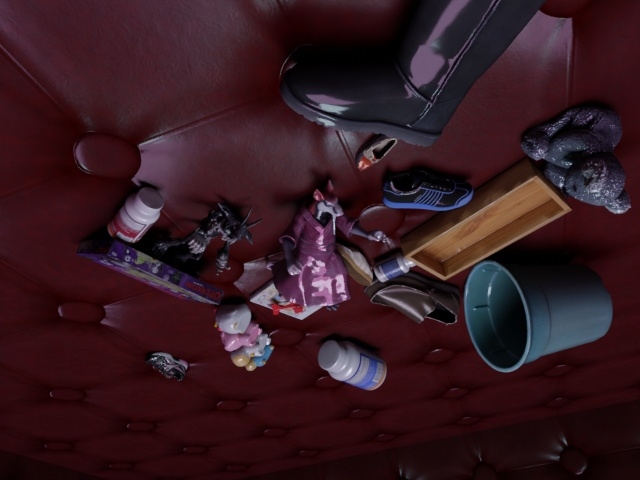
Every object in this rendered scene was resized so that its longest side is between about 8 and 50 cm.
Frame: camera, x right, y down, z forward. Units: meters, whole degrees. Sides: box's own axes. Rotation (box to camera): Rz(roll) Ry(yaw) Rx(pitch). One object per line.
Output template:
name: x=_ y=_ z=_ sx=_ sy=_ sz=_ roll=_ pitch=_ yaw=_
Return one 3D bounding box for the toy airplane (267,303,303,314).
toy airplane: x=-0.098 y=0.209 z=1.614 sx=0.151 sy=0.028 sz=0.151 roll=-5 pitch=144 yaw=-4

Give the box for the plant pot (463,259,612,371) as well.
plant pot: x=0.685 y=0.213 z=1.567 sx=0.334 sy=0.341 sz=0.341 roll=-6 pitch=143 yaw=-15

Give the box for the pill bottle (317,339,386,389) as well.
pill bottle: x=0.120 y=0.477 z=1.932 sx=0.152 sy=0.152 sz=0.272 roll=-33 pitch=135 yaw=30

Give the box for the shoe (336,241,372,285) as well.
shoe: x=0.091 y=0.059 z=1.479 sx=0.076 sy=0.058 sz=0.219 roll=4 pitch=150 yaw=41

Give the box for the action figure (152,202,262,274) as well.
action figure: x=-0.282 y=0.006 z=1.281 sx=0.275 sy=0.141 sz=0.164 roll=-19 pitch=137 yaw=20

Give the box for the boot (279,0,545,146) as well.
boot: x=0.172 y=-0.382 z=0.843 sx=0.367 sy=0.146 sz=0.445 roll=4 pitch=144 yaw=-27

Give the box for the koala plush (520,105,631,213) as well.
koala plush: x=0.605 y=-0.170 z=1.121 sx=0.203 sy=0.221 sz=0.196 roll=-34 pitch=134 yaw=30

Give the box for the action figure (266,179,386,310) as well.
action figure: x=0.000 y=0.000 z=1.318 sx=0.248 sy=0.276 sz=0.370 roll=-6 pitch=124 yaw=-19

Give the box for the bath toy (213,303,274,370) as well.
bath toy: x=-0.278 y=0.327 z=1.710 sx=0.129 sy=0.151 sz=0.348 roll=19 pitch=150 yaw=25

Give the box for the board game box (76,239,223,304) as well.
board game box: x=-0.459 y=0.089 z=1.362 sx=0.208 sy=0.056 sz=0.347 roll=5 pitch=158 yaw=47

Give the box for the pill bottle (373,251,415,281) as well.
pill bottle: x=0.226 y=0.074 z=1.501 sx=0.120 sy=0.067 sz=0.067 roll=-26 pitch=138 yaw=24

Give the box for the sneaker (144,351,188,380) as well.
sneaker: x=-0.581 y=0.482 z=1.893 sx=0.178 sy=0.077 sz=0.072 roll=29 pitch=129 yaw=-36

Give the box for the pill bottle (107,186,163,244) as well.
pill bottle: x=-0.446 y=-0.061 z=1.212 sx=0.086 sy=0.086 sz=0.152 roll=26 pitch=132 yaw=-35

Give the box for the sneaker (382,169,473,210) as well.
sneaker: x=0.270 y=-0.130 z=1.236 sx=0.232 sy=0.081 sz=0.090 roll=-4 pitch=149 yaw=-1

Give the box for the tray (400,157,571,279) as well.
tray: x=0.445 y=-0.043 z=1.381 sx=0.203 sy=0.076 sz=0.411 roll=27 pitch=132 yaw=-36

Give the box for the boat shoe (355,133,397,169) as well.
boat shoe: x=0.128 y=-0.205 z=1.150 sx=0.049 sy=0.043 sz=0.137 roll=18 pitch=137 yaw=-31

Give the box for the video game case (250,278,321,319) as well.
video game case: x=-0.078 y=0.177 z=1.620 sx=0.227 sy=0.026 sz=0.206 roll=27 pitch=131 yaw=-35

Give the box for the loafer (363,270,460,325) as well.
loafer: x=0.315 y=0.193 z=1.615 sx=0.365 sy=0.130 sz=0.134 roll=11 pitch=139 yaw=-21
